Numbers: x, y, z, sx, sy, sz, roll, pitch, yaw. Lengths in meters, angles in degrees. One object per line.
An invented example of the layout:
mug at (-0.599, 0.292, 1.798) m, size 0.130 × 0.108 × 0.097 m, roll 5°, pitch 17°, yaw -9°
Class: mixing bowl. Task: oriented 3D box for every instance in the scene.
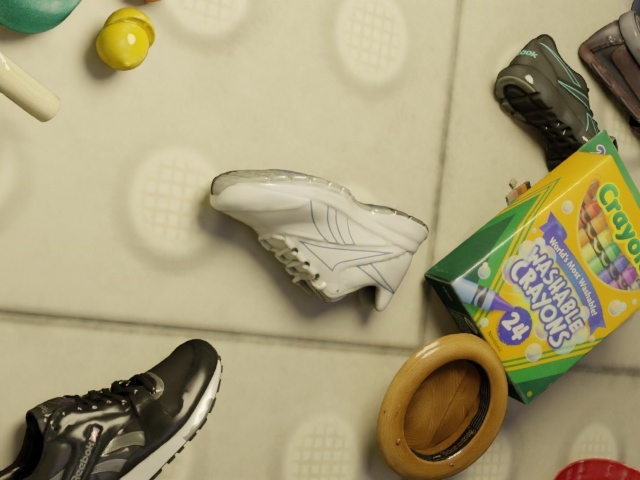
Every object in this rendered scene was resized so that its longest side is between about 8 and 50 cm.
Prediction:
mixing bowl at (0.399, 0.408, 1.509) m, size 0.181 × 0.181 × 0.098 m, roll -25°, pitch 140°, yaw -35°

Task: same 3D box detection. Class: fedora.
fedora at (0.140, 0.199, 1.328) m, size 0.194 × 0.079 × 0.194 m, roll -7°, pitch 107°, yaw -24°

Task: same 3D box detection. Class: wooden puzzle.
wooden puzzle at (0.279, -0.049, 1.482) m, size 0.049 × 0.006 × 0.083 m, roll -31°, pitch 110°, yaw -33°

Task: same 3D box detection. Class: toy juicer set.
toy juicer set at (-0.255, -0.233, 1.019) m, size 0.329 × 0.089 × 0.209 m, roll -54°, pitch 134°, yaw -33°

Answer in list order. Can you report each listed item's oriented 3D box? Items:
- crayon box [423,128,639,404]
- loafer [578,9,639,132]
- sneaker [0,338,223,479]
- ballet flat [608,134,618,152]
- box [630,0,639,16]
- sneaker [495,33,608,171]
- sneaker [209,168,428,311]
crayon box at (0.319, 0.029, 1.390) m, size 0.323 × 0.083 × 0.203 m, roll -38°, pitch 110°, yaw -12°
loafer at (0.487, -0.212, 1.603) m, size 0.302 × 0.095 × 0.109 m, roll 47°, pitch 34°, yaw -34°
sneaker at (-0.214, 0.184, 1.050) m, size 0.124 × 0.107 × 0.283 m, roll 50°, pitch 63°, yaw -21°
ballet flat at (0.429, -0.075, 1.571) m, size 0.057 × 0.049 × 0.173 m, roll -39°, pitch 114°, yaw -29°
box at (0.540, -0.372, 1.658) m, size 0.136 × 0.036 × 0.225 m, roll 26°, pitch 77°, yaw -35°
sneaker at (0.348, -0.166, 1.474) m, size 0.267 × 0.101 × 0.106 m, roll 47°, pitch 61°, yaw -30°
sneaker at (0.000, 0.000, 1.209) m, size 0.297 × 0.111 × 0.129 m, roll 20°, pitch 85°, yaw -36°
